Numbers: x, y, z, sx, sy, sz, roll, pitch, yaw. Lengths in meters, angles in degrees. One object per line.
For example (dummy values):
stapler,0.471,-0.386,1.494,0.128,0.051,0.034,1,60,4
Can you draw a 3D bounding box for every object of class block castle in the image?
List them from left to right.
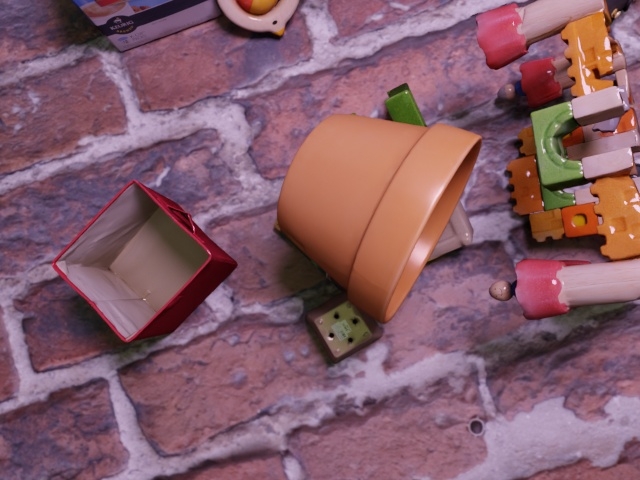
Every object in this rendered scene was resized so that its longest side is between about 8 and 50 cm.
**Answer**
block castle,0.370,-0.116,0.742,0.213,0.303,0.452,-12,80,38

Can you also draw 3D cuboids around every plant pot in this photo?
plant pot,0.041,0.152,0.843,0.109,0.096,0.108,-30,83,-1
plant pot,0.074,-0.055,0.694,0.204,0.291,0.290,28,86,16

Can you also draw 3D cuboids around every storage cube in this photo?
storage cube,-0.285,0.040,0.825,0.184,0.193,0.215,43,87,7

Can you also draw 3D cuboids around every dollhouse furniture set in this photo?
dollhouse furniture set,0.133,-0.104,0.883,0.198,0.151,0.301,-24,104,17

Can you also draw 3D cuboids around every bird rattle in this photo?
bird rattle,-0.115,-0.491,0.871,0.254,0.143,0.206,8,125,-26

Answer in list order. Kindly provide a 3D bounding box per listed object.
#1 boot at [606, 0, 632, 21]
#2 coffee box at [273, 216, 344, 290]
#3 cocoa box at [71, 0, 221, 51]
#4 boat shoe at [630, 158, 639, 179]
boot,0.619,-0.500,0.843,0.378,0.138,0.284,33,121,-29
coffee box,0.000,0.000,0.853,0.184,0.113,0.040,45,60,6
cocoa box,-0.366,-0.590,0.880,0.232,0.228,0.346,-18,83,1
boat shoe,0.605,-0.002,0.820,0.091,0.114,0.302,-37,82,-7
